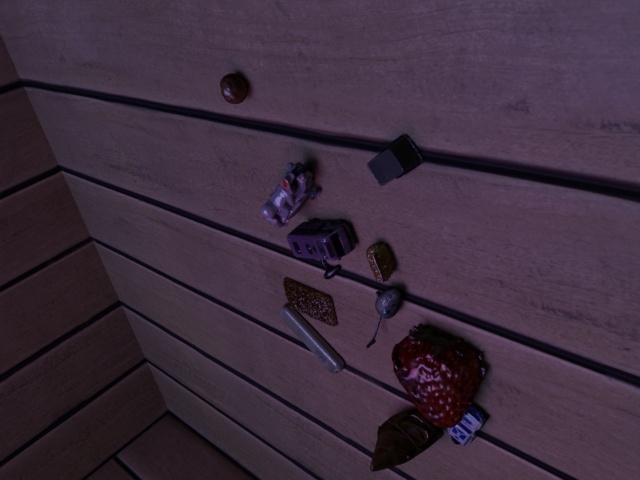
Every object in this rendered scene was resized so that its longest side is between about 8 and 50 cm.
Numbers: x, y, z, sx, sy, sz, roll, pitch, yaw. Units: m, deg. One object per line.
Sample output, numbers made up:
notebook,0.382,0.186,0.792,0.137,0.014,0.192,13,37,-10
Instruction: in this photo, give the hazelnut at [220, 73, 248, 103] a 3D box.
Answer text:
hazelnut,-0.247,-0.425,1.743,0.086,0.086,0.086,31,140,30

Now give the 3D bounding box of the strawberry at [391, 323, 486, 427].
strawberry,0.292,0.379,1.702,0.253,0.150,0.280,35,129,32

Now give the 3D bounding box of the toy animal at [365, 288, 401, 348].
toy animal,0.180,0.213,1.789,0.070,0.079,0.253,60,151,31

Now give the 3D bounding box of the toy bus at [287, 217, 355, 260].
toy bus,0.000,0.000,1.792,0.199,0.108,0.096,4,122,49

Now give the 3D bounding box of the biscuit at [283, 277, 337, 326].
biscuit,-0.040,0.209,2.101,0.231,0.025,0.131,18,132,41

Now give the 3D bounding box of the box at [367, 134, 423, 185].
box,0.171,-0.184,1.457,0.084,0.069,0.122,54,146,-2

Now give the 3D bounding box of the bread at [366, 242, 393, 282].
bread,0.165,0.057,1.689,0.066,0.060,0.110,-10,109,39

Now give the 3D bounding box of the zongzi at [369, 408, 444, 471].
zongzi,0.212,0.655,1.950,0.134,0.288,0.286,54,147,11

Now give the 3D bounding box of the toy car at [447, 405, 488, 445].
toy car,0.419,0.541,1.795,0.080,0.070,0.170,37,142,23

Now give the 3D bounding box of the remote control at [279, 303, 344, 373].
remote control,-0.035,0.352,2.208,0.309,0.038,0.090,45,146,15

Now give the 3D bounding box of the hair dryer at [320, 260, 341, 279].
hair dryer,0.022,0.075,1.910,0.083,0.031,0.079,57,136,10

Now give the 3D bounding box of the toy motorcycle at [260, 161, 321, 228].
toy motorcycle,-0.100,-0.116,1.759,0.110,0.171,0.260,44,148,12
